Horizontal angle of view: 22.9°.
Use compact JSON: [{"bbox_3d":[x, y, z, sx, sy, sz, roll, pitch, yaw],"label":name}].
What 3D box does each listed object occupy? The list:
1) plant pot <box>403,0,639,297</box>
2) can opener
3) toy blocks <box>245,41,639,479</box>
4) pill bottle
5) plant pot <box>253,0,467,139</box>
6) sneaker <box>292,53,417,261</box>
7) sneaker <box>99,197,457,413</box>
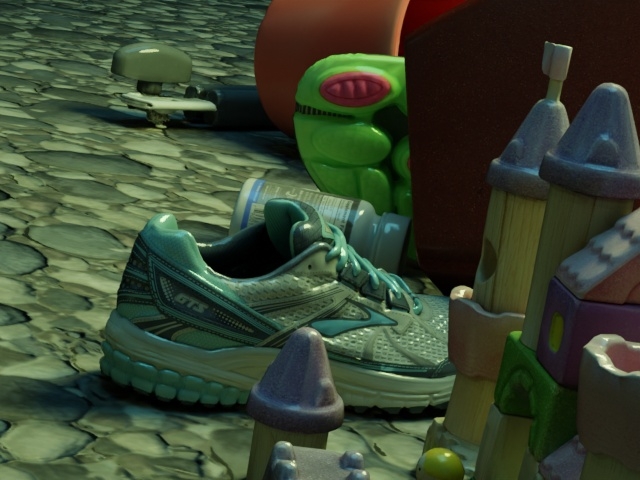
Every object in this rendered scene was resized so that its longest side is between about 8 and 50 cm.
[{"bbox_3d":[0.197,-0.057,1.175,0.235,0.267,0.267,-7,-17,14],"label":"plant pot"},{"bbox_3d":[-0.124,-0.175,1.872,0.280,0.093,0.074,2,14,-46],"label":"can opener"},{"bbox_3d":[0.106,0.049,0.759,0.308,0.260,0.288,7,15,-11],"label":"toy blocks"},{"bbox_3d":[0.000,0.000,1.259,0.137,0.078,0.078,12,14,6],"label":"pill bottle"},{"bbox_3d":[0.076,-0.201,1.780,0.243,0.275,0.275,8,9,43],"label":"plant pot"},{"bbox_3d":[0.170,-0.074,1.463,0.482,0.185,0.202,11,16,-32],"label":"sneaker"},{"bbox_3d":[0.003,0.039,1.013,0.283,0.122,0.110,2,16,-30],"label":"sneaker"}]
